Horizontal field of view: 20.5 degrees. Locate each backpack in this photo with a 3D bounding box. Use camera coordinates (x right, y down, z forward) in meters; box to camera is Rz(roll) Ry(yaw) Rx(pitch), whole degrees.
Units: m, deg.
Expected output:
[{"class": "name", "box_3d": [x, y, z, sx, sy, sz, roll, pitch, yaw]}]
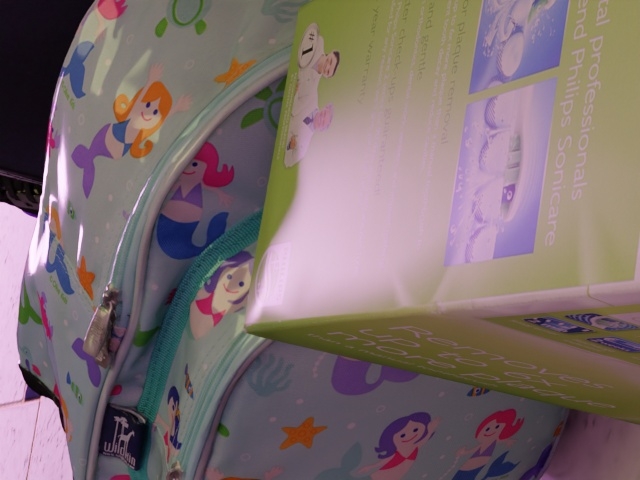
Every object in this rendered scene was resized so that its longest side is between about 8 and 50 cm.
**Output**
[{"class": "backpack", "box_3d": [0.000, 0.000, 0.716, 0.191, 0.225, 0.253, 50, 140, 44]}]

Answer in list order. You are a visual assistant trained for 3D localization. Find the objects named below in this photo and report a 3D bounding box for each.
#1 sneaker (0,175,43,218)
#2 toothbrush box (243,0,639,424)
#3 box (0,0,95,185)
[{"class": "sneaker", "box_3d": [-0.185, -0.047, 1.289, 0.293, 0.146, 0.102, 24, 99, 66]}, {"class": "toothbrush box", "box_3d": [0.131, -0.014, 0.505, 0.283, 0.206, 0.122, -13, 65, 63]}, {"class": "box", "box_3d": [-0.057, -0.161, 0.890, 0.183, 0.294, 0.296, -60, 29, 32]}]
